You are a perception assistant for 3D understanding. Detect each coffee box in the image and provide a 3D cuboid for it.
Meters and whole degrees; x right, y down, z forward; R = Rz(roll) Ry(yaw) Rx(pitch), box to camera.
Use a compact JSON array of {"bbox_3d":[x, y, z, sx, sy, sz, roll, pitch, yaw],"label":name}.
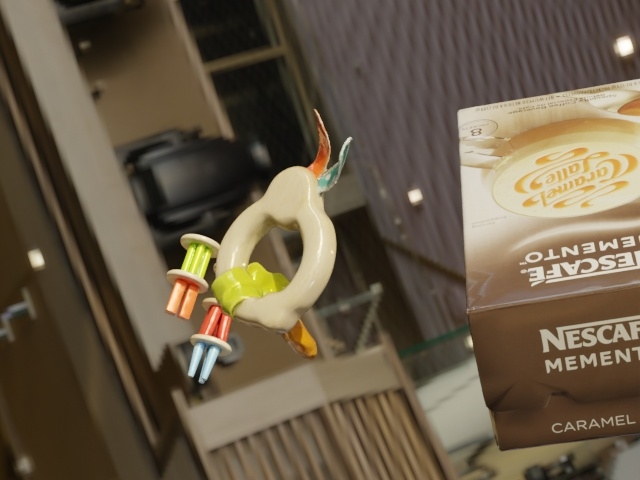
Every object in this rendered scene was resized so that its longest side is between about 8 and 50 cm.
[{"bbox_3d":[0.159,0.004,0.872,0.246,0.141,0.098,-85,162,-60],"label":"coffee box"}]

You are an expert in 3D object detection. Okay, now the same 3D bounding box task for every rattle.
[{"bbox_3d":[0.000,0.000,1.353,0.130,0.143,0.200,9,-107,57],"label":"rattle"}]

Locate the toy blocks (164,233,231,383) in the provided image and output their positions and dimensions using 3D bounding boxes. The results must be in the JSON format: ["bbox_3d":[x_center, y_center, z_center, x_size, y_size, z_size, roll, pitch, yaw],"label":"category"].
[{"bbox_3d":[-0.144,0.084,1.766,0.054,0.148,0.123,-3,-31,37],"label":"toy blocks"}]
